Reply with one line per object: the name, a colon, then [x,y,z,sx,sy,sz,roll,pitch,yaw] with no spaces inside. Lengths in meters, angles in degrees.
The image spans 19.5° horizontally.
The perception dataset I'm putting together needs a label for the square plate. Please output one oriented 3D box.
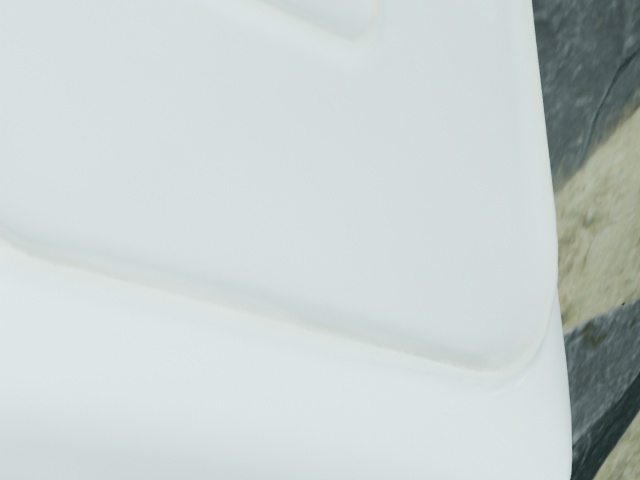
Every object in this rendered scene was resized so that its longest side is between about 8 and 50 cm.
square plate: [-0.034,-0.101,0.489,0.344,0.049,0.347,17,63,-49]
